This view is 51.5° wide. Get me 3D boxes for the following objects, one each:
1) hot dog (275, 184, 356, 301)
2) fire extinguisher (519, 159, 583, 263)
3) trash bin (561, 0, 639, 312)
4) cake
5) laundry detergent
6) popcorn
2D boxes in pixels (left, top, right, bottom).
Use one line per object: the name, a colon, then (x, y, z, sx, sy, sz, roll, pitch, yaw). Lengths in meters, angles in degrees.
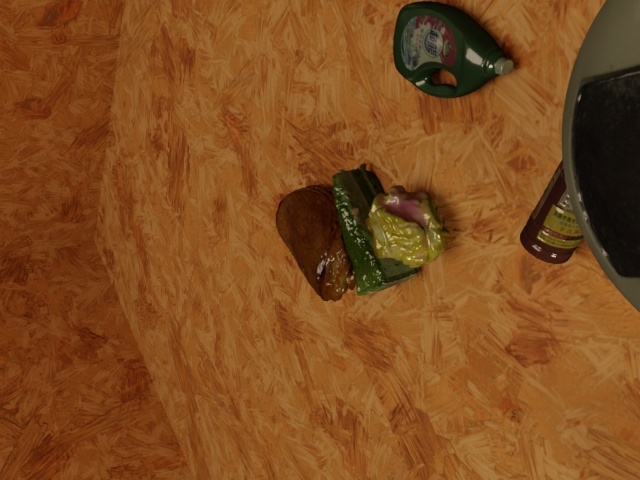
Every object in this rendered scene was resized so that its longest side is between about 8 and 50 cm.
hot dog: (0.000, 0.000, 1.346, 0.272, 0.122, 0.196, -128, 37, -55)
fire extinguisher: (0.327, -0.095, 0.843, 0.106, 0.075, 0.252, 51, 140, 35)
trash bin: (0.375, -0.083, 0.443, 0.280, 0.432, 0.280, 28, 125, 50)
cake: (0.083, -0.016, 1.225, 0.099, 0.100, 0.235, -47, 63, 52)
laundry detergent: (0.198, -0.275, 0.993, 0.211, 0.063, 0.137, 38, 133, 42)
popcorn: (0.144, -0.021, 1.112, 0.145, 0.125, 0.126, 44, 128, 13)
